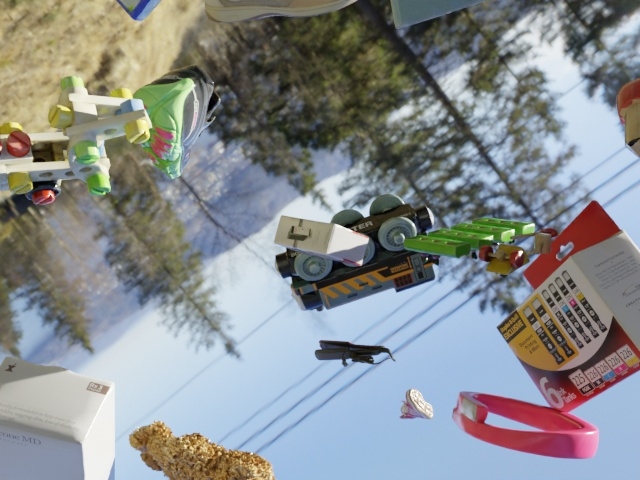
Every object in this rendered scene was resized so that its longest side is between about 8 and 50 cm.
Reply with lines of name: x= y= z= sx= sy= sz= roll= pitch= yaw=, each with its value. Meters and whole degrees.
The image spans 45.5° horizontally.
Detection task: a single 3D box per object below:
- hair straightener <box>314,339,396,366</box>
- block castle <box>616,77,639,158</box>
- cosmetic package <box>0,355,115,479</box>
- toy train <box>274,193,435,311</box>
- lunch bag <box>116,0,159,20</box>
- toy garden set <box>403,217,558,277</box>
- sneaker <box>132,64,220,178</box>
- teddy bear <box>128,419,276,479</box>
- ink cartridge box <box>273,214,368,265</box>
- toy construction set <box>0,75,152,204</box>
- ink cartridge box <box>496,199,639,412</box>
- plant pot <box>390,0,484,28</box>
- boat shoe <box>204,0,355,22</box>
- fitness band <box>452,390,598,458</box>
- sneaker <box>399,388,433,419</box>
hair straightener: x=0.090 y=0.316 z=2.052 sx=0.231 sy=0.047 sz=0.089 roll=4 pitch=-143 yaw=22
block castle: x=0.711 y=-0.257 z=1.156 sx=0.453 sy=0.303 sz=0.212 roll=-52 pitch=-169 yaw=45
cosmetic package: x=-0.517 y=0.418 z=1.459 sx=0.156 sy=0.217 sz=0.384 roll=-75 pitch=176 yaw=-50
toy train: x=0.080 y=0.038 z=1.559 sx=0.334 sy=0.190 sz=0.142 roll=-20 pitch=-148 yaw=2
lunch bag: x=-0.330 y=-0.493 z=1.455 sx=0.129 sy=0.096 sz=0.151 roll=-47 pitch=-141 yaw=13
toy garden set: x=0.298 y=0.012 z=1.309 sx=0.244 sy=0.049 sz=0.204 roll=-14 pitch=-164 yaw=-43
sneaker: x=-0.326 y=-0.276 z=1.779 sx=0.202 sy=0.185 sz=0.483 roll=-41 pitch=-172 yaw=-14
teddy bear: x=-0.269 y=0.496 z=1.657 sx=0.245 sy=0.338 sz=0.113 roll=101 pitch=15 yaw=-48
ink cartridge box: x=0.000 y=0.000 z=1.353 sx=0.135 sy=0.099 sz=0.056 roll=11 pitch=-96 yaw=44
toy construction set: x=-0.398 y=-0.133 z=0.983 sx=0.328 sy=0.151 sz=0.215 roll=7 pitch=155 yaw=-24
ink cartridge box: x=0.447 y=0.126 z=1.332 sx=0.130 sy=0.271 sz=0.309 roll=-23 pitch=158 yaw=-23
plant pot: x=0.199 y=-0.471 z=1.057 sx=0.248 sy=0.252 sz=0.247 roll=-13 pitch=-159 yaw=18
boat shoe: x=-0.068 y=-0.512 z=1.506 sx=0.341 sy=0.110 sz=0.121 roll=-9 pitch=-137 yaw=0
fitness band: x=0.333 y=0.302 z=1.258 sx=0.291 sy=0.209 sz=0.054 roll=109 pitch=-8 yaw=-88
sneaker: x=0.187 y=0.347 z=1.610 sx=0.067 sy=0.118 sz=0.042 roll=-7 pitch=-127 yaw=29
